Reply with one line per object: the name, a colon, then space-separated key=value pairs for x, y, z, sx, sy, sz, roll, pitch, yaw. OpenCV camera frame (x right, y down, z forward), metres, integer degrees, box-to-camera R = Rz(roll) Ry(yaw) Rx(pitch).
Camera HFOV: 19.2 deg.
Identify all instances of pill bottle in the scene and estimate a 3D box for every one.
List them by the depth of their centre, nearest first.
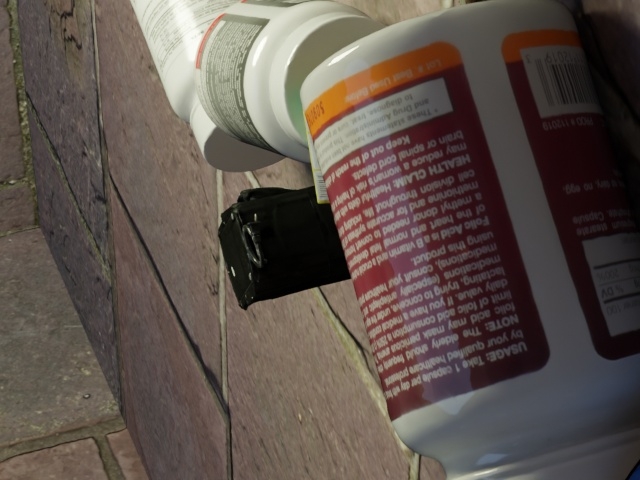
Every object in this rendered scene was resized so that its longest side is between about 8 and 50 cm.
pill bottle: x=0.139 y=0.034 z=1.433 sx=0.224 sy=0.224 sz=0.392 roll=139 pitch=117 yaw=-71
pill bottle: x=-0.016 y=-0.161 z=1.891 sx=0.283 sy=0.161 sz=0.161 roll=-154 pitch=53 yaw=-69
pill bottle: x=-0.115 y=-0.228 z=2.159 sx=0.160 sy=0.160 sz=0.283 roll=103 pitch=149 yaw=-56

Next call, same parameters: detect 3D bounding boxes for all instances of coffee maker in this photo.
coffee maker: x=0.000 y=0.000 z=1.931 sx=0.171 sy=0.178 sz=0.120 roll=-155 pitch=51 yaw=-72

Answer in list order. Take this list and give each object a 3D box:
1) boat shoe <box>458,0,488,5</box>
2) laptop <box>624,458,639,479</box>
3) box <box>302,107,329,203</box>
boat shoe: x=0.124 y=-0.287 z=1.463 sx=0.095 sy=0.095 sz=0.257 roll=-113 pitch=18 yaw=-48
laptop: x=0.255 y=0.047 z=1.217 sx=0.234 sy=0.136 sz=0.264 roll=167 pitch=89 yaw=-73
box: x=0.078 y=-0.091 z=1.705 sx=0.043 sy=0.179 sz=0.105 roll=-37 pitch=-58 yaw=-60
